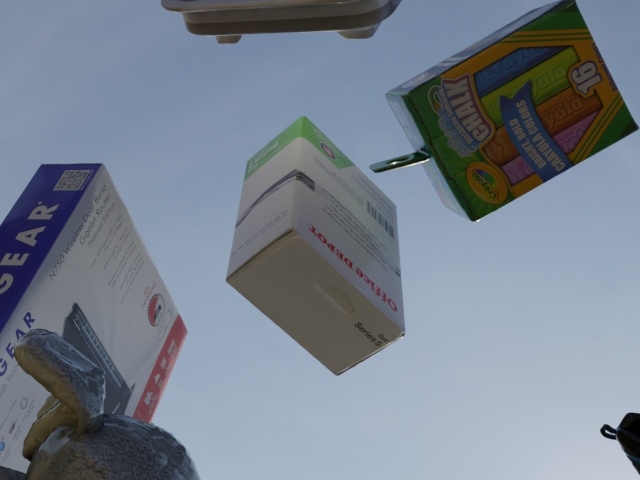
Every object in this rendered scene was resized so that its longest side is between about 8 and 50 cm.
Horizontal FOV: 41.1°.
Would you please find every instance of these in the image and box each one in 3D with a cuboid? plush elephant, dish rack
[{"bbox_3d":[-0.169,0.218,0.542,0.272,0.330,0.255,39,-48,0],"label":"plush elephant"},{"bbox_3d":[0.001,-0.325,1.013,0.286,0.332,0.072,3,-48,25],"label":"dish rack"}]

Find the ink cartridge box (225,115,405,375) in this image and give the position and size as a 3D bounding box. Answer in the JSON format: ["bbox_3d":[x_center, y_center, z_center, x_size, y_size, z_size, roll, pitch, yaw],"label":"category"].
[{"bbox_3d":[0.000,0.000,1.066,0.115,0.272,0.198,-36,-64,24],"label":"ink cartridge box"}]

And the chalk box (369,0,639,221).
[{"bbox_3d":[0.198,-0.142,1.056,0.179,0.289,0.180,59,3,-10],"label":"chalk box"}]

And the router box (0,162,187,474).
[{"bbox_3d":[-0.278,0.137,0.923,0.082,0.335,0.301,1,-43,17],"label":"router box"}]

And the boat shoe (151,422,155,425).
[{"bbox_3d":[-0.282,0.321,1.266,0.157,0.367,0.135,6,-47,-8],"label":"boat shoe"}]

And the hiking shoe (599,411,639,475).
[{"bbox_3d":[0.485,0.211,0.994,0.132,0.113,0.304,47,-58,-2],"label":"hiking shoe"}]
